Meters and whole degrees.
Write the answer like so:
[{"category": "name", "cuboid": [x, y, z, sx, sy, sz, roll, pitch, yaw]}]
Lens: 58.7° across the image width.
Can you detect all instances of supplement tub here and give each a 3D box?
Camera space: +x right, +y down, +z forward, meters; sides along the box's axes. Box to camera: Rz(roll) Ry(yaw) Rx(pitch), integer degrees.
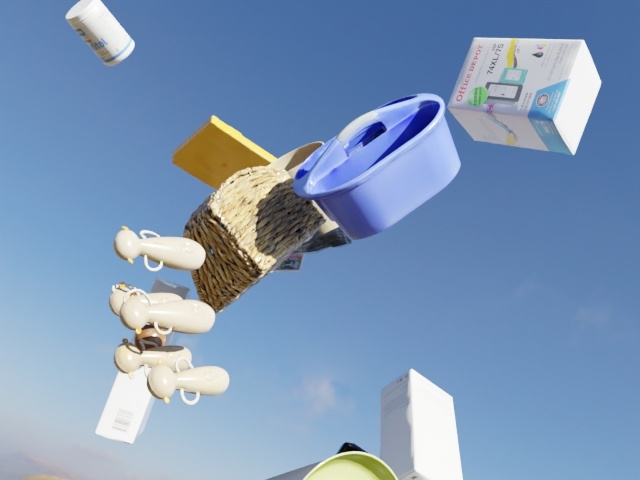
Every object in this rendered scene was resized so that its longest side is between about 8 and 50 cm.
[{"category": "supplement tub", "cuboid": [-0.400, -0.381, 1.039, 0.071, 0.071, 0.107, 1, -34, 34]}]

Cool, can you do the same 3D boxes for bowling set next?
[{"category": "bowling set", "cuboid": [-0.275, 0.145, 0.897, 0.154, 0.287, 0.200, 12, -40, -44]}]

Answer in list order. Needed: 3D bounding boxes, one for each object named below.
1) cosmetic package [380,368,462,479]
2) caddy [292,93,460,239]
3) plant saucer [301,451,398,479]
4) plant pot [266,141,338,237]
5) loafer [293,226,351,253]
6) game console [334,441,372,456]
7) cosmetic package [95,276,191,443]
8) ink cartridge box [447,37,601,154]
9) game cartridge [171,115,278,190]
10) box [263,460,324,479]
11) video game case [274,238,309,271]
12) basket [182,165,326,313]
[{"category": "cosmetic package", "cuboid": [0.294, 0.594, 1.693, 0.197, 0.365, 0.155, 38, -59, -16]}, {"category": "caddy", "cuboid": [0.107, -0.165, 1.138, 0.179, 0.341, 0.241, 57, -5, -29]}, {"category": "plant saucer", "cuboid": [0.028, 0.426, 0.815, 0.241, 0.241, 0.037, 38, -27, -27]}, {"category": "plant pot", "cuboid": [-0.042, -0.154, 1.940, 0.256, 0.256, 0.274, -8, -60, 43]}, {"category": "loafer", "cuboid": [0.000, 0.000, 1.608, 0.170, 0.061, 0.062, -13, -7, 1]}, {"category": "game console", "cuboid": [0.082, 0.739, 1.614, 0.213, 0.361, 0.044, 40, -58, 10]}, {"category": "cosmetic package", "cuboid": [-0.436, 0.302, 1.450, 0.097, 0.377, 0.284, 19, -16, -5]}, {"category": "ink cartridge box", "cuboid": [0.492, -0.352, 1.381, 0.270, 0.198, 0.197, 18, -5, 40]}, {"category": "game cartridge", "cuboid": [-0.368, -0.308, 2.179, 0.285, 0.053, 0.323, -30, -48, 34]}, {"category": "box", "cuboid": [-0.008, 0.696, 1.141, 0.179, 0.343, 0.312, -18, -72, -4]}, {"category": "video game case", "cuboid": [-0.123, 0.008, 1.725, 0.201, 0.183, 0.023, 3, 20, -40]}, {"category": "basket", "cuboid": [-0.175, -0.015, 1.269, 0.213, 0.299, 0.223, 49, -53, 0]}]
